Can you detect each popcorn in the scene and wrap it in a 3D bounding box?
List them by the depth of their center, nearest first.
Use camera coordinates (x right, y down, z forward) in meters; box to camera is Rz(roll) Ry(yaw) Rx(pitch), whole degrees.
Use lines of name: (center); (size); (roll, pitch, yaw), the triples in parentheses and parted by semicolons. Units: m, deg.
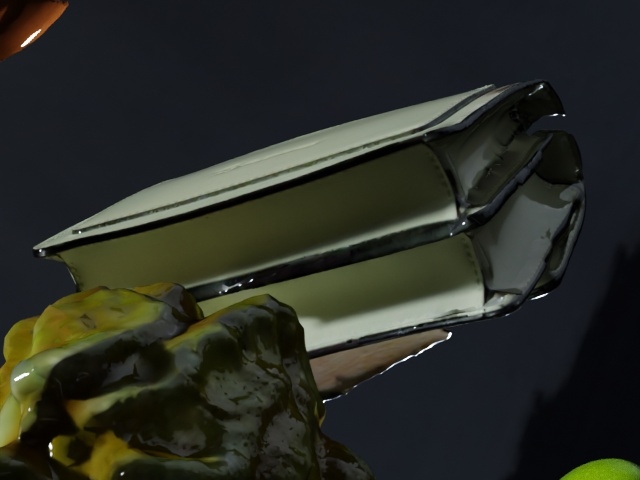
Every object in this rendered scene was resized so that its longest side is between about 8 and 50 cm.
popcorn: (-0.086, 0.174, 1.250); (0.325, 0.321, 0.290); (42, 143, 24)

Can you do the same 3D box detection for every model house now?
model house: (0.002, 0.039, 1.941); (0.166, 0.172, 0.183); (-28, 155, 18)

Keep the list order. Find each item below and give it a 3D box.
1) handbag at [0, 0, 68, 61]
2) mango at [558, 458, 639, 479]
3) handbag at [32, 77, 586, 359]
handbag: (-0.299, -0.070, 0.980); (0.116, 0.410, 0.303); (40, -168, 34)
mango: (0.283, 0.378, 2.167); (0.192, 0.156, 0.343); (47, 133, 37)
handbag: (0.000, 0.000, 1.485); (0.358, 0.237, 0.160); (-15, 104, 26)
